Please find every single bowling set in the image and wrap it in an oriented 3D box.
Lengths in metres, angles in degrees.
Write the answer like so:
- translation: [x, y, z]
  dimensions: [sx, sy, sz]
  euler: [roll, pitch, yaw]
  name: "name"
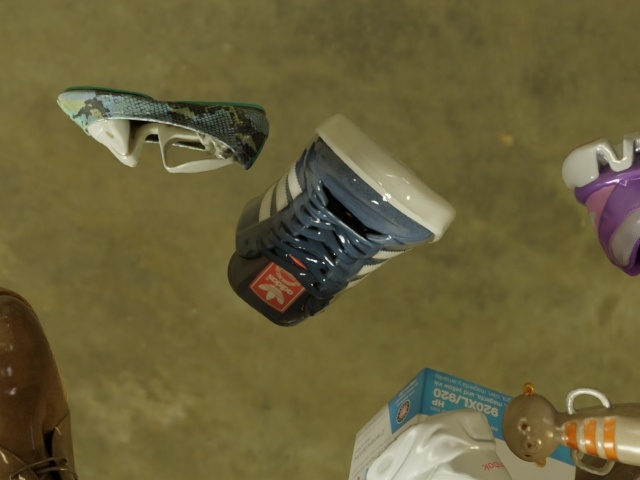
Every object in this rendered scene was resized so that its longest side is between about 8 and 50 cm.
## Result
- translation: [0.163, 0.253, 0.967]
  dimensions: [0.154, 0.200, 0.287]
  euler: [1, 119, 24]
  name: "bowling set"

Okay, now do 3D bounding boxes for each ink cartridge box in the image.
- translation: [0.120, 0.275, 1.348]
  dimensions: [0.168, 0.233, 0.171]
  euler: [21, 144, -13]
  name: "ink cartridge box"

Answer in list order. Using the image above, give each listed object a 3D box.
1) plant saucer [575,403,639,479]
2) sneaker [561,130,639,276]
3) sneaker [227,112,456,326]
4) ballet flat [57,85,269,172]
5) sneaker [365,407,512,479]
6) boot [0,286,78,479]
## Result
- translation: [0.252, 0.255, 1.597]
  dimensions: [0.278, 0.278, 0.041]
  euler: [-26, 95, 30]
  name: "plant saucer"
- translation: [0.293, -0.035, 1.016]
  dimensions: [0.236, 0.105, 0.095]
  euler: [-14, 161, 19]
  name: "sneaker"
- translation: [0.000, 0.000, 1.163]
  dimensions: [0.131, 0.148, 0.350]
  euler: [42, 172, -2]
  name: "sneaker"
- translation: [-0.138, -0.091, 1.225]
  dimensions: [0.188, 0.070, 0.070]
  euler: [5, 136, 14]
  name: "ballet flat"
- translation: [0.048, 0.223, 0.982]
  dimensions: [0.090, 0.115, 0.232]
  euler: [9, 130, -44]
  name: "sneaker"
- translation: [-0.238, 0.189, 1.230]
  dimensions: [0.115, 0.112, 0.305]
  euler: [3, 105, 53]
  name: "boot"
